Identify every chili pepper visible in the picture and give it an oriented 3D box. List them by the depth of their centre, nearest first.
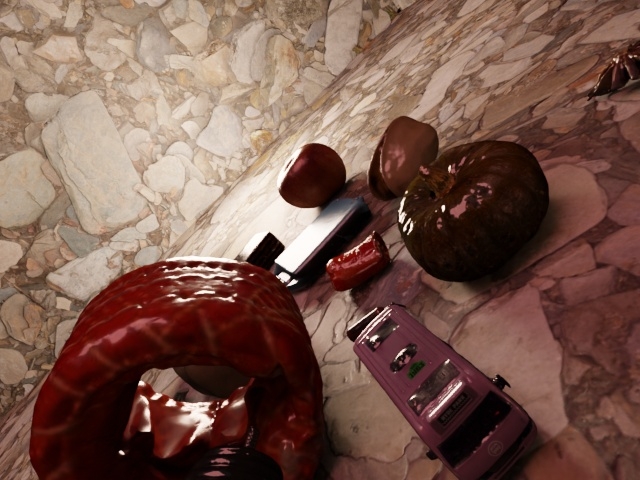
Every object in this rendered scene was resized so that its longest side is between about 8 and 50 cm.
[{"bbox_3d":[0.067,0.043,0.812,0.123,0.073,0.070,-33,-18,21],"label":"chili pepper"}]

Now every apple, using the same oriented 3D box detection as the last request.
[{"bbox_3d":[-0.022,-0.178,1.260,0.201,0.162,0.201,-48,19,23],"label":"apple"}]

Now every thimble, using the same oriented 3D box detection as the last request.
[{"bbox_3d":[-0.171,0.202,0.595,0.350,0.350,0.230,-43,20,4],"label":"thimble"}]

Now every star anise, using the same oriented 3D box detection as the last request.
[{"bbox_3d":[0.476,-0.265,0.659,0.124,0.056,0.129,-47,7,-2],"label":"star anise"}]

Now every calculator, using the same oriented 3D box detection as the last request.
[{"bbox_3d":[0.000,0.000,1.029,0.293,0.051,0.173,-47,21,-9],"label":"calculator"}]

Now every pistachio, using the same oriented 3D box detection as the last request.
[{"bbox_3d":[0.174,-0.173,0.936,0.130,0.131,0.206,-24,32,58],"label":"pistachio"}]

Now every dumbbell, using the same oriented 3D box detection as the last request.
[{"bbox_3d":[-0.080,0.247,0.347,0.099,0.099,0.208,-31,25,29],"label":"dumbbell"}]

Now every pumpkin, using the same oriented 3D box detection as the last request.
[{"bbox_3d":[0.203,-0.056,0.631,0.219,0.162,0.219,-41,21,20],"label":"pumpkin"}]

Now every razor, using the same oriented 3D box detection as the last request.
[{"bbox_3d":[-0.323,0.407,0.893,0.084,0.036,0.211,-56,11,52],"label":"razor"}]

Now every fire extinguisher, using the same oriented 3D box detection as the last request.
[{"bbox_3d":[0.083,0.129,0.674,0.100,0.032,0.046,-41,10,24],"label":"fire extinguisher"}]

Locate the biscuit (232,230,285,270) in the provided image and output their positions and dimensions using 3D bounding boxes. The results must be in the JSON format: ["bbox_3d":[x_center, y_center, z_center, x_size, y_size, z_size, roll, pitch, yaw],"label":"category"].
[{"bbox_3d":[-0.245,0.136,1.185,0.388,0.073,0.107,-54,22,-22],"label":"biscuit"}]

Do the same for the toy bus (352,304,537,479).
[{"bbox_3d":[0.118,0.151,0.468,0.096,0.108,0.199,-45,22,-2],"label":"toy bus"}]

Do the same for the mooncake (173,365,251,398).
[{"bbox_3d":[-0.195,0.189,0.924,0.275,0.135,0.275,-38,25,22],"label":"mooncake"}]
